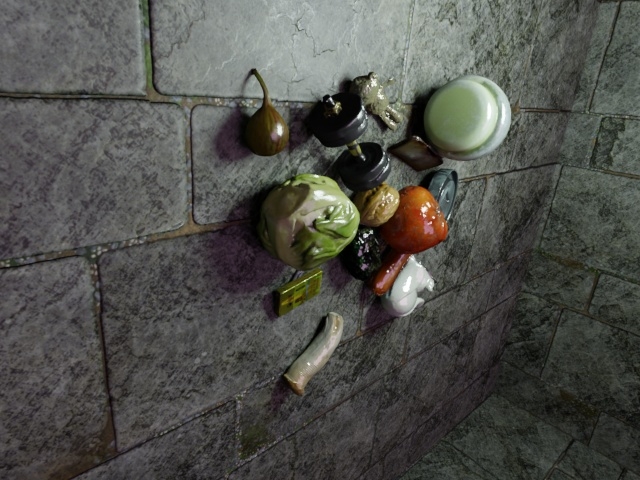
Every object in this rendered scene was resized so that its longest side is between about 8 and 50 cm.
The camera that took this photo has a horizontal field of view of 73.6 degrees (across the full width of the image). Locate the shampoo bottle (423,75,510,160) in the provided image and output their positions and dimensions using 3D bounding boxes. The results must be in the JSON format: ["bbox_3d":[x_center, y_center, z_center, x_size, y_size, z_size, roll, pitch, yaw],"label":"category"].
[{"bbox_3d":[0.579,-0.476,1.694,0.317,0.323,0.322,-11,117,-55],"label":"shampoo bottle"}]

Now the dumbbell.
[{"bbox_3d":[0.102,-0.311,1.384,0.185,0.185,0.388,-53,137,-13],"label":"dumbbell"}]

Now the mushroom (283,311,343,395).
[{"bbox_3d":[-0.017,0.442,1.689,0.123,0.095,0.351,42,75,-29],"label":"mushroom"}]

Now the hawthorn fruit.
[{"bbox_3d":[0.346,-0.055,1.722,0.307,0.276,0.276,-36,141,18],"label":"hawthorn fruit"}]

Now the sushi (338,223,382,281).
[{"bbox_3d":[0.153,0.051,1.650,0.127,0.124,0.225,-39,132,-27],"label":"sushi"}]

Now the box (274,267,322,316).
[{"bbox_3d":[-0.078,0.183,1.528,0.193,0.030,0.121,-27,140,-35],"label":"box"}]

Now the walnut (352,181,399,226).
[{"bbox_3d":[0.202,-0.134,1.595,0.184,0.155,0.155,-48,136,-13],"label":"walnut"}]

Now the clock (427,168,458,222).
[{"bbox_3d":[0.541,-0.175,1.939,0.313,0.061,0.312,-38,138,-44],"label":"clock"}]

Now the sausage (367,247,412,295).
[{"bbox_3d":[0.316,0.091,1.858,0.330,0.102,0.102,-52,137,-14],"label":"sausage"}]

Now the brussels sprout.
[{"bbox_3d":[-0.029,-0.057,1.331,0.328,0.247,0.327,-26,127,-40],"label":"brussels sprout"}]

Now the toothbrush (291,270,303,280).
[{"bbox_3d":[0.000,0.000,1.545,0.029,0.024,0.354,40,79,-46],"label":"toothbrush"}]

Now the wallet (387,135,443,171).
[{"bbox_3d":[0.390,-0.341,1.713,0.255,0.137,0.031,19,62,-48],"label":"wallet"}]

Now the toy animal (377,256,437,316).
[{"bbox_3d":[0.397,0.227,1.946,0.289,0.174,0.249,-54,136,-14],"label":"toy animal"}]

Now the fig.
[{"bbox_3d":[-0.151,-0.350,1.174,0.124,0.124,0.236,-13,105,-42],"label":"fig"}]

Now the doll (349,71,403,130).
[{"bbox_3d":[0.203,-0.480,1.482,0.286,0.091,0.202,-3,144,-33],"label":"doll"}]
